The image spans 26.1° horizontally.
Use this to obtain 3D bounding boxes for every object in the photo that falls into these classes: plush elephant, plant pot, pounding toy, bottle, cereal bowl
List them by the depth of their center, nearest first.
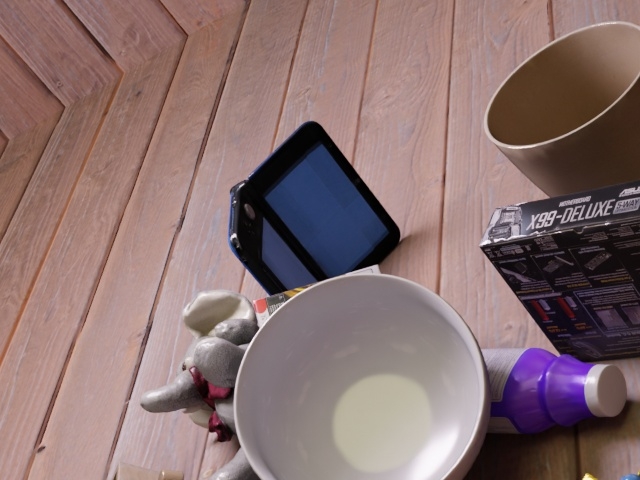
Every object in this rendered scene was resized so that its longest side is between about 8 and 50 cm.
[{"bbox_3d":[0.064,0.222,1.819,0.339,0.141,0.339,-8,61,14],"label":"cereal bowl"},{"bbox_3d":[0.271,0.200,1.837,0.283,0.092,0.118,-7,39,45],"label":"bottle"},{"bbox_3d":[0.409,-0.122,1.950,0.256,0.274,0.256,-29,29,18],"label":"plant pot"},{"bbox_3d":[-0.282,0.417,2.084,0.181,0.094,0.206,-99,29,-59],"label":"pounding toy"},{"bbox_3d":[-0.151,0.229,2.140,0.255,0.272,0.330,4,20,36],"label":"plush elephant"}]

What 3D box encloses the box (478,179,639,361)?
[{"bbox_3d":[0.394,0.042,1.762,0.307,0.242,0.076,-12,38,42],"label":"box"}]

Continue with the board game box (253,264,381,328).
[{"bbox_3d":[0.033,0.199,1.957,0.193,0.053,0.305,-17,62,0],"label":"board game box"}]

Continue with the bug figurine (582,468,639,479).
[{"bbox_3d":[0.370,0.363,1.497,0.216,0.072,0.279,-52,34,-11],"label":"bug figurine"}]

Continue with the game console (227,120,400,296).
[{"bbox_3d":[0.000,0.000,2.248,0.173,0.293,0.250,-30,29,17],"label":"game console"}]
